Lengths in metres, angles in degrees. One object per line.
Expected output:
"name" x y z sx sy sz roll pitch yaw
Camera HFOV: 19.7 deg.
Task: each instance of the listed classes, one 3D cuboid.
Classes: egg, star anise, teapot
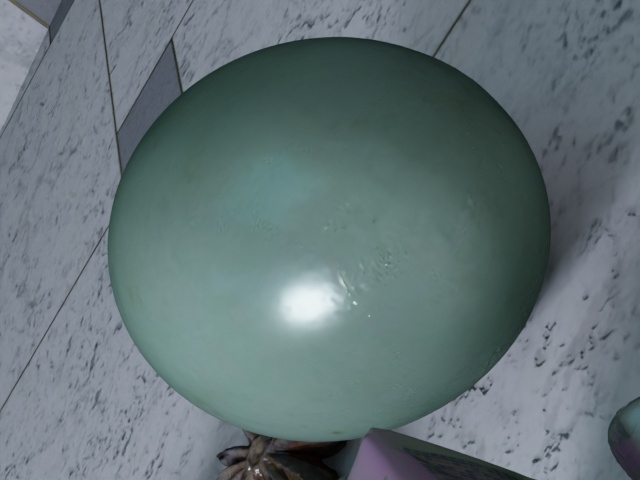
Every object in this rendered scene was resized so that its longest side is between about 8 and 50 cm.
"egg" 0.000 0.000 1.267 0.389 0.276 0.276 -17 55 60
"star anise" -0.027 0.178 1.447 0.182 0.065 0.195 1 67 60
"teapot" 0.195 0.128 1.018 0.083 0.064 0.064 89 172 -48

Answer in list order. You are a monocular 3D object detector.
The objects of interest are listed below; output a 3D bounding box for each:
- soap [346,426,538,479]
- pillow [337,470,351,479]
"soap" 0.105 0.211 0.973 0.138 0.182 0.199 -66 22 8
"pillow" -0.006 0.292 1.275 0.144 0.078 0.254 -52 28 28
